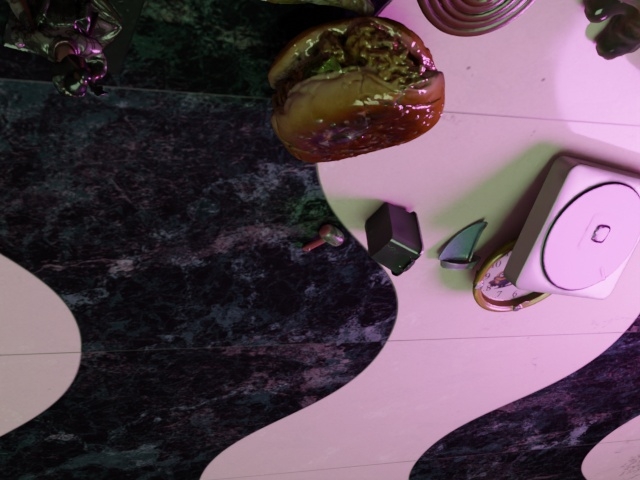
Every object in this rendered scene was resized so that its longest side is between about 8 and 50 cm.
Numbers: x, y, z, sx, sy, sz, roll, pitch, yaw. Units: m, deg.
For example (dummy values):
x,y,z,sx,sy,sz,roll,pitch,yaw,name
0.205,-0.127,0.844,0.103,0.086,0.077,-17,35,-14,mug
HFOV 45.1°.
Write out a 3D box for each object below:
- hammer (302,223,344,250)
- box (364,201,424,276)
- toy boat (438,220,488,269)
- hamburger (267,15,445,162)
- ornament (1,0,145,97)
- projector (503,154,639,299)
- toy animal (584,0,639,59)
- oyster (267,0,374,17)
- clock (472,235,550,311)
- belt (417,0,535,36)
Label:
x,y,z,sx,sy,sz,roll,pitch,yaw,name
0.000,0.000,1.410,0.083,0.031,0.052,-26,139,29,hammer
0.128,-0.006,1.375,0.069,0.122,0.084,26,126,-25,box
0.284,0.004,1.512,0.096,0.034,0.122,-2,131,-16,toy boat
0.056,-0.198,1.054,0.243,0.146,0.286,0,163,-33,hamburger
-0.295,-0.219,0.906,0.166,0.196,0.153,9,135,-26,ornament
0.496,-0.020,1.465,0.257,0.079,0.259,9,113,-28,projector
0.442,-0.336,1.034,0.266,0.188,0.308,-13,139,-17,toy animal
-0.077,-0.386,0.871,0.204,0.111,0.396,-6,146,16,oyster
0.416,0.056,1.591,0.237,0.057,0.237,-11,137,-10,clock
0.204,-0.409,0.902,0.217,0.122,0.339,-3,140,-13,belt
